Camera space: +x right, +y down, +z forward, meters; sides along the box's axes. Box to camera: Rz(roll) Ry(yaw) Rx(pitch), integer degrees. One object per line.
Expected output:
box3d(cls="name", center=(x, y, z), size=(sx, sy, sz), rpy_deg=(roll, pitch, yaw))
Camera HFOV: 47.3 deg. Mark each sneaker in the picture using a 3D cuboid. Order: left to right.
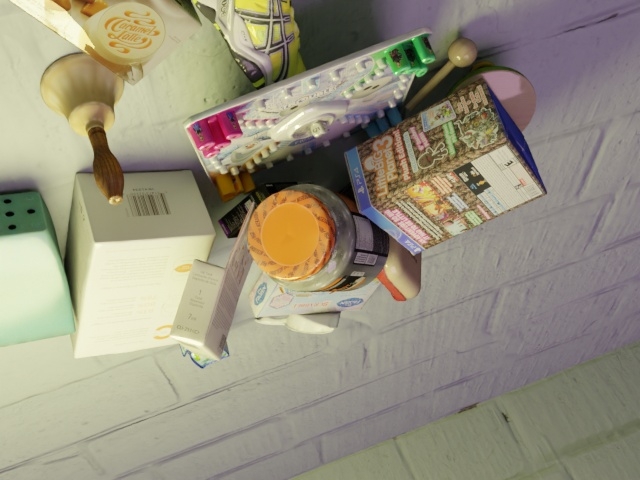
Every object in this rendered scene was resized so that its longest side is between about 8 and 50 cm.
box3d(cls="sneaker", center=(-0.086, -0.336, 1.053), size=(0.147, 0.145, 0.385), rpy_deg=(-34, 150, 5))

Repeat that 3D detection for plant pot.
box3d(cls="plant pot", center=(-0.528, 0.042, 1.269), size=(0.165, 0.166, 0.234), rpy_deg=(-9, 137, -24))

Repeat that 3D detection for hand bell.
box3d(cls="hand bell", center=(-0.325, -0.146, 1.063), size=(0.126, 0.242, 0.126), rpy_deg=(-17, 146, -12))

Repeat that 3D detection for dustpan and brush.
box3d(cls="dustpan and brush", center=(-0.060, 0.200, 1.851), size=(0.211, 0.147, 0.060), rpy_deg=(12, 106, 3))

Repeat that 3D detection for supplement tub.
box3d(cls="supplement tub", center=(0.000, 0.000, 1.363), size=(0.193, 0.194, 0.316), rpy_deg=(-36, 164, 15))

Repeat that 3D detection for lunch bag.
box3d(cls="lunch bag", center=(-0.284, 0.205, 1.680), size=(0.096, 0.129, 0.151), rpy_deg=(-25, 148, -1))

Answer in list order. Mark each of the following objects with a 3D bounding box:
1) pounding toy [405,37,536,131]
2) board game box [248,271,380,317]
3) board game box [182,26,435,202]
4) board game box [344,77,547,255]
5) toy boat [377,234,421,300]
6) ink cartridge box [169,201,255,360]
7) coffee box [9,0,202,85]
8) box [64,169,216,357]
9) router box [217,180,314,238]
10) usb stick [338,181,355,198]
box3d(cls="pounding toy", center=(0.295, -0.290, 1.419), size=(0.237, 0.110, 0.183), rpy_deg=(25, 125, -28))
box3d(cls="board game box", center=(0.030, 0.057, 1.738), size=(0.318, 0.066, 0.318), rpy_deg=(1, 138, -34))
box3d(cls="board game box", center=(-0.015, -0.191, 1.234), size=(0.390, 0.050, 0.390), rpy_deg=(-22, 172, -5))
box3d(cls="board game box", center=(0.235, -0.126, 1.370), size=(0.291, 0.141, 0.232), rpy_deg=(-26, 146, 22))
box3d(cls="toy boat", center=(0.139, 0.048, 1.642), size=(0.151, 0.151, 0.231), rpy_deg=(-6, 152, 24))
box3d(cls="ink cartridge box", center=(-0.186, 0.079, 1.353), size=(0.066, 0.261, 0.296), rpy_deg=(17, 166, 2))
box3d(cls="coffee box", center=(-0.295, -0.332, 0.956), size=(0.141, 0.098, 0.246), rpy_deg=(-36, 146, 15))
box3d(cls="box", center=(-0.355, 0.048, 1.380), size=(0.215, 0.168, 0.345), rpy_deg=(-5, 141, -29))
box3d(cls="router box", center=(-0.097, -0.062, 1.445), size=(0.133, 0.046, 0.179), rpy_deg=(-37, 166, 28))
box3d(cls="usb stick", center=(0.127, -0.149, 1.498), size=(0.278, 0.045, 0.077), rpy_deg=(-43, 167, 37))
